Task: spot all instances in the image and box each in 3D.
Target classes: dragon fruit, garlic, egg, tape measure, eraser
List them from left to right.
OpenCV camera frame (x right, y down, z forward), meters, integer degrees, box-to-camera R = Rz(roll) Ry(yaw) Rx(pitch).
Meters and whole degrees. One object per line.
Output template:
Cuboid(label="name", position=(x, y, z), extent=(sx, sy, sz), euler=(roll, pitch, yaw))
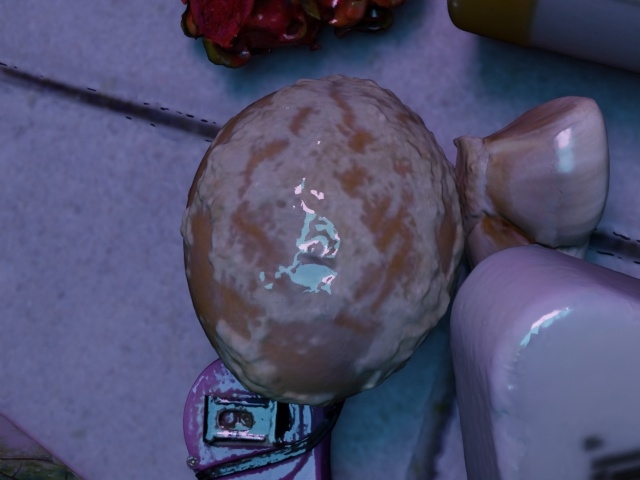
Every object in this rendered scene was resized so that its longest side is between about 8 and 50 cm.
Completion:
Cuboid(label="tape measure", position=(-0.042, 0.142, 0.710), extent=(0.125, 0.074, 0.118), euler=(-2, 82, 9))
Cuboid(label="dragon fruit", position=(-0.020, -0.207, 0.726), extent=(0.207, 0.150, 0.133), euler=(1, 113, 6))
Cuboid(label="egg", position=(0.000, 0.000, 0.651), extent=(0.203, 0.203, 0.245), euler=(4, 59, 12))
Cuboid(label="garlic", position=(0.159, -0.022, 0.672), extent=(0.099, 0.124, 0.175), euler=(-6, 115, -15))
Cuboid(label="eraser", position=(0.201, 0.140, 0.578), extent=(0.331, 0.150, 0.332), euler=(0, 99, -2))

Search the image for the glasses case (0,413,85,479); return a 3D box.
Cuboid(label="glasses case", position=(-0.320, 0.158, 0.756), extent=(0.272, 0.095, 0.062), euler=(33, 95, 14))

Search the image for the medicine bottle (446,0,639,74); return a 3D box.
Cuboid(label="medicine bottle", position=(0.228, -0.232, 0.615), extent=(0.231, 0.238, 0.238), euler=(17, 87, 12))
